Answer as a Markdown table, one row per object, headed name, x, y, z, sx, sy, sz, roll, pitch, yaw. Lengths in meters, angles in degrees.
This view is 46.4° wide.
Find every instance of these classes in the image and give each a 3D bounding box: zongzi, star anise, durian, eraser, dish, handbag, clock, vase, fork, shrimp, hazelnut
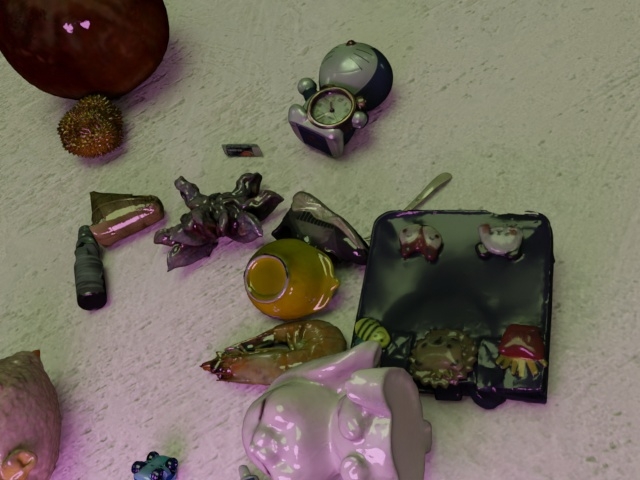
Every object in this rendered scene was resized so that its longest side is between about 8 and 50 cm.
| name | x | y | z | sx | sy | sz | roll | pitch | yaw |
| --- | --- | --- | --- | --- | --- | --- | --- | --- | --- |
| zongzi | -0.419 | -0.079 | 1.611 | 0.160 | 0.078 | 0.176 | -20 | 42 | -2 |
| star anise | -0.210 | -0.047 | 1.479 | 0.283 | 0.129 | 0.212 | -10 | 35 | 9 |
| durian | -0.536 | -0.266 | 1.760 | 0.168 | 0.137 | 0.158 | -13 | 32 | 28 |
| eraser | -0.172 | -0.196 | 1.627 | 0.099 | 0.027 | 0.019 | 2 | 48 | 22 |
| dish | -0.072 | 0.068 | 1.315 | 0.208 | 0.080 | 0.148 | -1 | 86 | 33 |
| handbag | 0.213 | 0.104 | 1.196 | 0.304 | 0.122 | 0.329 | 1 | 57 | 21 |
| clock | 0.044 | -0.303 | 1.548 | 0.200 | 0.146 | 0.243 | 25 | 71 | 28 |
| vase | -0.479 | 0.049 | 1.544 | 0.060 | 0.060 | 0.211 | -24 | 49 | 3 |
| fork | 0.166 | -0.060 | 1.398 | 0.219 | 0.028 | 0.034 | -41 | 51 | -17 |
| shrimp | -0.084 | 0.195 | 1.282 | 0.267 | 0.061 | 0.145 | -15 | 40 | 17 |
| hazelnut | -0.575 | -0.515 | 1.790 | 0.421 | 0.421 | 0.352 | 13 | 98 | 29 |

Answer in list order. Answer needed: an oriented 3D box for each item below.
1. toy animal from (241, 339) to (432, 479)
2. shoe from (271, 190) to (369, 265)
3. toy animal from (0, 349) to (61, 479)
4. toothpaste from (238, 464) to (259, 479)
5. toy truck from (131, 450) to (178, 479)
| name | x | y | z | sx | sy | sz | roll | pitch | yaw |
| --- | --- | --- | --- | --- | --- | --- | --- | --- | --- |
| toy animal | 0.012 | 0.289 | 1.093 | 0.265 | 0.206 | 0.271 | -9 | 87 | 29 |
| shoe | 0.000 | 0.000 | 1.377 | 0.112 | 0.099 | 0.227 | -44 | 48 | -5 |
| toy animal | -0.532 | 0.332 | 1.241 | 0.188 | 0.226 | 0.358 | 6 | 55 | -7 |
| toothpaste | -0.089 | 0.426 | 1.127 | 0.057 | 0.035 | 0.197 | -38 | 50 | 12 |
| toy truck | -0.266 | 0.393 | 1.203 | 0.056 | 0.090 | 0.073 | 9 | 14 | 27 |
